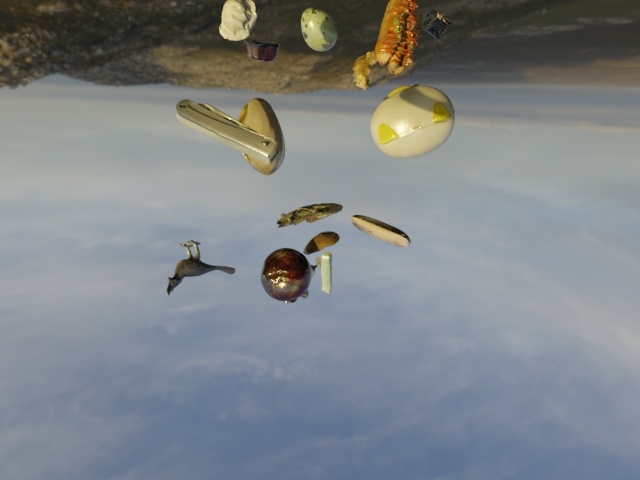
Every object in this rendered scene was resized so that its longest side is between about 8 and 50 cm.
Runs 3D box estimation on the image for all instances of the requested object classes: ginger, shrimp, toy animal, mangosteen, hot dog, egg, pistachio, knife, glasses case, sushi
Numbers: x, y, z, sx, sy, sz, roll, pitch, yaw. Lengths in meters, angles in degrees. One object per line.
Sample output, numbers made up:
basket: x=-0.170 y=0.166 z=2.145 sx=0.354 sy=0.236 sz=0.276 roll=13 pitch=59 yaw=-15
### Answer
ginger: x=0.188 y=-0.774 z=2.180 sx=0.115 sy=0.206 sz=0.081 roll=17 pitch=160 yaw=17
shrimp: x=-0.050 y=-0.125 z=2.352 sx=0.359 sy=0.086 sz=0.246 roll=-17 pitch=-166 yaw=-24
toy animal: x=-0.556 y=0.099 z=2.135 sx=0.081 sy=0.206 sz=0.366 roll=-23 pitch=176 yaw=40
mangosteen: x=-0.131 y=0.162 z=2.097 sx=0.231 sy=0.232 sz=0.289 roll=11 pitch=163 yaw=28
hot dog: x=0.303 y=-0.777 z=1.797 sx=0.158 sy=0.349 sz=0.117 roll=34 pitch=150 yaw=-30
egg: x=-0.011 y=-1.081 z=2.465 sx=0.177 sy=0.177 sz=0.228 roll=19 pitch=162 yaw=46
pistachio: x=-0.217 y=-0.393 z=1.833 sx=0.197 sy=0.289 sz=0.166 roll=-8 pitch=-177 yaw=-37
knife: x=-0.212 y=-0.253 z=1.097 sx=0.265 sy=0.041 sz=0.073 roll=28 pitch=-119 yaw=12
glasses case: x=0.284 y=-0.047 z=2.288 sx=0.314 sy=0.075 sz=0.122 roll=24 pitch=169 yaw=27
sushi: x=0.487 y=-0.911 z=2.030 sx=0.084 sy=0.094 sz=0.098 roll=19 pitch=-155 yaw=-28

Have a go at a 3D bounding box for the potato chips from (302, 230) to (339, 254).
potato chips: x=-0.001 y=0.000 z=2.211 sx=0.195 sy=0.062 sz=0.208 roll=-20 pitch=-167 yaw=35

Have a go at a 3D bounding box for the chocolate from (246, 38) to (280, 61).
chocolate: x=-0.253 y=-0.790 z=2.007 sx=0.148 sy=0.080 sz=0.125 roll=-14 pitch=-146 yaw=-35

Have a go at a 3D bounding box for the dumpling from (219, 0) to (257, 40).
dumpling: x=-0.311 y=-0.855 z=1.843 sx=0.127 sy=0.188 sz=0.108 roll=20 pitch=-179 yaw=2

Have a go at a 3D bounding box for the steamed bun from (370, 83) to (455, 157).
steamed bun: x=0.411 y=-0.526 z=2.157 sx=0.373 sy=0.334 sz=0.334 roll=-23 pitch=-168 yaw=12

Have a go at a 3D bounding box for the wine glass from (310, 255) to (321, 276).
wine glass: x=-0.084 y=0.184 z=2.831 sx=0.222 sy=0.103 sz=0.103 roll=-30 pitch=-151 yaw=-22

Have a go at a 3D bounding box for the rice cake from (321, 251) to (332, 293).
rice cake: x=0.019 y=0.101 z=1.493 sx=0.033 sy=0.171 sz=0.029 roll=10 pitch=-136 yaw=13
